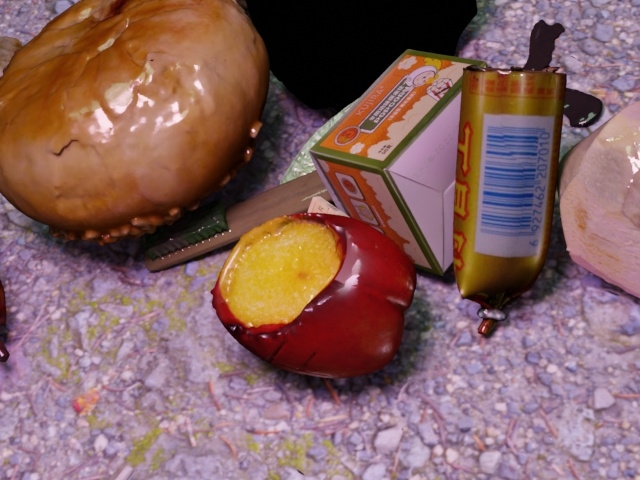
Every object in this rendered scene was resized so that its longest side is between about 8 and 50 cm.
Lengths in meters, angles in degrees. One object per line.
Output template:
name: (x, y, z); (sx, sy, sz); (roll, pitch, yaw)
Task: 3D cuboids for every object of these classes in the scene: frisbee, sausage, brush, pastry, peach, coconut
frisbee: (0.278, -0.227, 1.858); (0.211, 0.012, 0.187); (5, 54, 20)
sausage: (0.207, -0.046, 1.587); (0.117, 0.317, 0.125); (10, 16, 24)
brush: (-0.098, -0.035, 1.753); (0.282, 0.048, 0.054); (-21, 53, 11)
pastry: (-0.238, -0.165, 1.775); (0.409, 0.245, 0.410); (-21, 35, 15)
peach: (-0.010, 0.059, 1.581); (0.226, 0.190, 0.196); (15, 15, 0)
coconut: (0.373, -0.052, 1.564); (0.237, 0.237, 0.197); (30, 62, 32)

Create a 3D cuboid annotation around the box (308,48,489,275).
box: (0.121, -0.097, 1.674); (0.195, 0.177, 0.148); (-47, 37, -21)

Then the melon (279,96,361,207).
melon: (0.022, -0.085, 1.806); (0.114, 0.053, 0.262); (41, 74, 16)

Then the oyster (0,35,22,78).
oyster: (-0.549, -0.180, 1.974); (0.341, 0.110, 0.166); (-33, 53, -17)

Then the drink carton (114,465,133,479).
drink carton: (-0.268, 0.326, 1.524); (0.200, 0.084, 0.074); (-41, 30, -16)

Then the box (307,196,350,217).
box: (0.000, 0.000, 1.710); (0.058, 0.093, 0.015); (36, 27, 33)

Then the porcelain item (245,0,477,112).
porcelain item: (0.047, -0.329, 1.823); (0.281, 0.286, 0.157); (-32, 51, -9)

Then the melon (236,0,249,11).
melon: (-0.061, -0.452, 1.982); (0.237, 0.237, 0.302); (-4, 52, 12)

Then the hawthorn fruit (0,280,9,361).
hawthorn fruit: (-0.555, 0.028, 1.699); (0.324, 0.308, 0.308); (-2, 52, 24)
